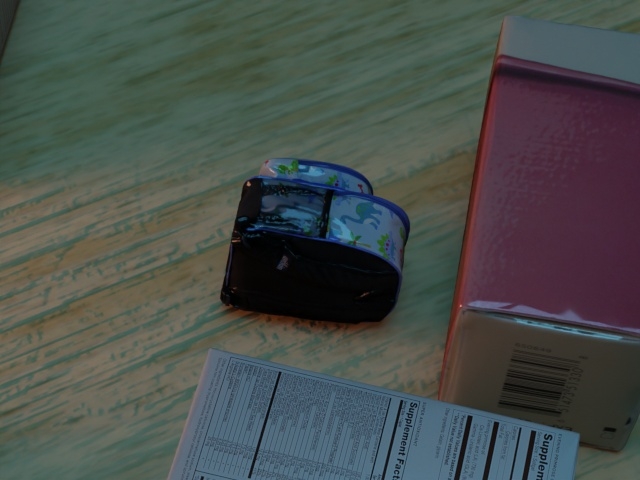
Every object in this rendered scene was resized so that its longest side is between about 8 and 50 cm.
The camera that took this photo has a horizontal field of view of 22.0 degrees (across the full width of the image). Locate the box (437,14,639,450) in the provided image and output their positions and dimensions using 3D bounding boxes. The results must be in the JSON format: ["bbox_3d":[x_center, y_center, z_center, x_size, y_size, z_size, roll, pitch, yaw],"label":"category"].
[{"bbox_3d":[0.156,-0.006,1.061,0.126,0.149,0.232,9,57,4],"label":"box"}]

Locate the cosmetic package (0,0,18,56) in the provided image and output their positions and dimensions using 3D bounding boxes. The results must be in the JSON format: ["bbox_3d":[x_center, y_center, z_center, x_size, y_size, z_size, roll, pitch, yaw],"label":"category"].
[{"bbox_3d":[-0.340,-0.179,1.154,0.224,0.138,0.225,8,59,2],"label":"cosmetic package"}]

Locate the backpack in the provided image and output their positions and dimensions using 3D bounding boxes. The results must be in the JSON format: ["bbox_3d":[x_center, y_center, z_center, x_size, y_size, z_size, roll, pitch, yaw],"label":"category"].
[{"bbox_3d":[0.000,0.000,1.076,0.114,0.105,0.084,12,58,-2],"label":"backpack"}]

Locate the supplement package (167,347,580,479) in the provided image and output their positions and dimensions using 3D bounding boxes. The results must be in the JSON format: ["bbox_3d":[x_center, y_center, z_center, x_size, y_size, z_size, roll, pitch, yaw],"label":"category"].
[{"bbox_3d":[0.018,0.186,0.903,0.203,0.194,0.149,13,58,6],"label":"supplement package"}]
